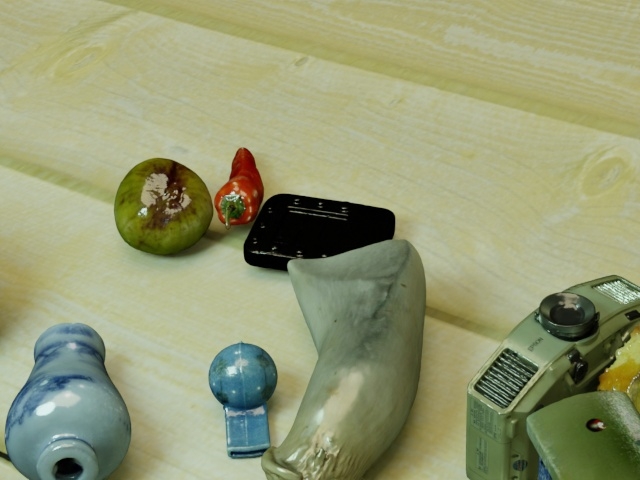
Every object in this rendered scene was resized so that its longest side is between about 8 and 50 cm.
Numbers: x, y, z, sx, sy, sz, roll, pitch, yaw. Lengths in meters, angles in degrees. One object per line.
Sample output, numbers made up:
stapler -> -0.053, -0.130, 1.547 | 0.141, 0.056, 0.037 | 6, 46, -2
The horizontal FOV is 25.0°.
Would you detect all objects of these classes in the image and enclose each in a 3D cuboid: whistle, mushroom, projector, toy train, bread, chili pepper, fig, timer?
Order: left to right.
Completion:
fig -> -0.221, -0.047, 2.001 | 0.136, 0.121, 0.153 | -13, 38, -19
chili pepper -> -0.112, -0.072, 2.054 | 0.063, 0.071, 0.272 | -4, 22, 5
whistle -> -0.091, 0.175, 1.707 | 0.090, 0.090, 0.158 | -7, 35, -2
timer -> 0.000, 0.000, 1.972 | 0.187, 0.055, 0.144 | 9, 39, 12
mushroom -> 0.034, 0.156, 1.686 | 0.177, 0.126, 0.397 | -7, 35, 11
projector -> 0.275, 0.152, 1.599 | 0.269, 0.194, 0.088 | -32, 44, -32
toy train -> 0.298, 0.301, 1.380 | 0.131, 0.202, 0.300 | -11, 36, -10
bread -> 0.358, 0.179, 1.571 | 0.103, 0.187, 0.065 | -42, 40, -22

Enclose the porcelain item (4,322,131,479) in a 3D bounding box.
porcelain item -> -0.291, 0.194, 1.671 | 0.141, 0.141, 0.259 | -8, 26, -4
